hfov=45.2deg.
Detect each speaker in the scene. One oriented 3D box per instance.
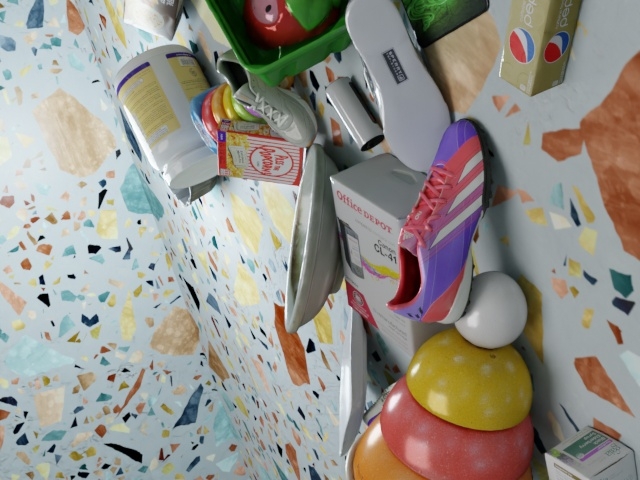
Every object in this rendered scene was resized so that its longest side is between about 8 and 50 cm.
[{"bbox_3d":[0.064,-0.232,1.420,0.136,0.055,0.055,60,157,14],"label":"speaker"}]

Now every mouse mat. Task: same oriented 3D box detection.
[{"bbox_3d":[0.165,-0.374,1.113,0.152,0.007,0.190,67,159,-5],"label":"mouse mat"}]

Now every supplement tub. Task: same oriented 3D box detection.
[{"bbox_3d":[-0.388,-0.332,2.085,0.331,0.241,0.241,63,158,7],"label":"supplement tub"}]

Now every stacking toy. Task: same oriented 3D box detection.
[{"bbox_3d":[0.247,0.270,1.293,0.350,0.351,0.479,42,132,45],"label":"stacking toy"},{"bbox_3d":[-0.148,-0.315,1.731,0.302,0.166,0.175,-22,101,53],"label":"stacking toy"}]

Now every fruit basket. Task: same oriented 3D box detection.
[{"bbox_3d":[-0.077,-0.482,1.250,0.392,0.283,0.392,61,175,9],"label":"fruit basket"}]

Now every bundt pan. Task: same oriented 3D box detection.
[{"bbox_3d":[-0.419,-0.276,2.369,0.331,0.124,0.330,49,153,37],"label":"bundt pan"}]

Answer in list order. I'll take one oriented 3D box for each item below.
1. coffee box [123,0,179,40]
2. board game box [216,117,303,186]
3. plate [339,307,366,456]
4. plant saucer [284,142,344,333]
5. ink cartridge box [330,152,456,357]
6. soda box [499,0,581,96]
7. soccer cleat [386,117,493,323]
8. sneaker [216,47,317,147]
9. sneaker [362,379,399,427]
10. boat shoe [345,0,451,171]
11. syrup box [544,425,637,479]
[{"bbox_3d":[-0.415,-0.631,1.949,0.246,0.141,0.098,136,152,-66],"label":"coffee box"},{"bbox_3d":[-0.133,-0.198,1.737,0.146,0.194,0.045,96,-179,-52],"label":"board game box"},{"bbox_3d":[0.079,0.340,1.844,0.277,0.045,0.277,97,177,-51],"label":"plate"},{"bbox_3d":[0.000,0.000,1.612,0.400,0.101,0.400,-173,90,-83],"label":"plant saucer"},{"bbox_3d":[0.141,0.026,1.412,0.226,0.131,0.306,38,146,49],"label":"ink cartridge box"},{"bbox_3d":[0.267,-0.269,0.922,0.061,0.058,0.181,48,152,38],"label":"soda box"},{"bbox_3d":[0.178,-0.030,1.168,0.109,0.117,0.318,-158,74,-66],"label":"soccer cleat"},{"bbox_3d":[-0.120,-0.286,1.581,0.262,0.121,0.099,47,123,-1],"label":"sneaker"},{"bbox_3d":[0.188,0.415,1.739,0.146,0.102,0.293,56,156,20],"label":"sneaker"},{"bbox_3d":[0.121,-0.255,1.221,0.301,0.108,0.102,60,-167,-21],"label":"boat shoe"},{"bbox_3d":[0.434,0.422,1.205,0.096,0.093,0.236,22,132,60],"label":"syrup box"}]
